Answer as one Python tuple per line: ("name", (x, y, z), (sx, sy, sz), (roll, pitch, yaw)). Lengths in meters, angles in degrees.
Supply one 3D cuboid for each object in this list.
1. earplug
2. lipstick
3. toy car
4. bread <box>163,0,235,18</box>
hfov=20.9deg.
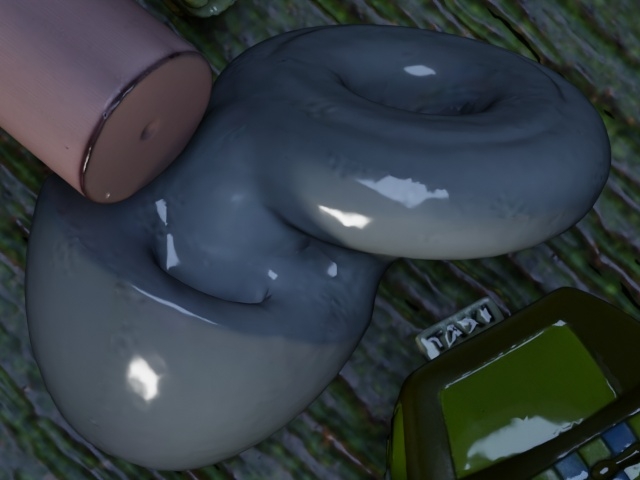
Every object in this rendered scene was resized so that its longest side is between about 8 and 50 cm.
("earplug", (-0.005, -0.009, 0.910), (0.325, 0.214, 0.175), (-30, 125, -7))
("lipstick", (-0.198, -0.147, 0.848), (0.327, 0.087, 0.087), (39, 82, 19))
("toy car", (0.111, 0.126, 0.890), (0.248, 0.204, 0.198), (-30, 77, -8))
("bread", (-0.091, -0.194, 0.953), (0.064, 0.117, 0.156), (-27, 85, -8))
